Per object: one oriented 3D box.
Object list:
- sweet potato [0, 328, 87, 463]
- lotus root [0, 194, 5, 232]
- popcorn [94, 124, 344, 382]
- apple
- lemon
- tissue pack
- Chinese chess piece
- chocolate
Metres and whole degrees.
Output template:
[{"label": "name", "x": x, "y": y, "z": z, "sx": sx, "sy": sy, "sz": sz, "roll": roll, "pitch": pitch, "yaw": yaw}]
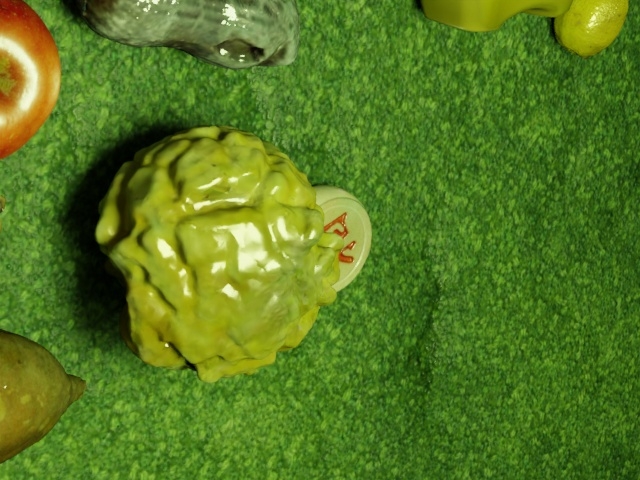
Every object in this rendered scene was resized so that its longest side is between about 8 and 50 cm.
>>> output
[{"label": "sweet potato", "x": -0.353, "y": 0.143, "z": 1.337, "sx": 0.369, "sy": 0.157, "sz": 0.158, "roll": -14, "pitch": 115, "yaw": -36}, {"label": "lotus root", "x": -0.360, "y": 0.008, "z": 1.322, "sx": 0.190, "sy": 0.094, "sz": 0.108, "roll": -41, "pitch": 113, "yaw": -11}, {"label": "popcorn", "x": -0.101, "y": 0.007, "z": 1.480, "sx": 0.249, "sy": 0.225, "sz": 0.249, "roll": -6, "pitch": 118, "yaw": -11}, {"label": "apple", "x": -0.297, "y": -0.140, "z": 1.283, "sx": 0.163, "sy": 0.139, "sz": 0.163, "roll": -19, "pitch": 120, "yaw": -36}, {"label": "lemon", "x": 0.324, "y": -0.273, "z": 1.839, "sx": 0.082, "sy": 0.082, "sz": 0.111, "roll": 17, "pitch": 101, "yaw": -45}, {"label": "tissue pack", "x": 0.195, "y": -0.304, "z": 1.680, "sx": 0.178, "sy": 0.123, "sz": 0.127, "roll": -16, "pitch": 116, "yaw": -37}, {"label": "Chinese chess piece", "x": 0.000, "y": 0.000, "z": 1.669, "sx": 0.122, "sy": 0.051, "sz": 0.122, "roll": -18, "pitch": 117, "yaw": -38}, {"label": "chocolate", "x": -0.119, "y": -0.221, "z": 1.442, "sx": 0.248, "sy": 0.110, "sz": 0.110, "roll": 11, "pitch": 98, "yaw": -44}]
